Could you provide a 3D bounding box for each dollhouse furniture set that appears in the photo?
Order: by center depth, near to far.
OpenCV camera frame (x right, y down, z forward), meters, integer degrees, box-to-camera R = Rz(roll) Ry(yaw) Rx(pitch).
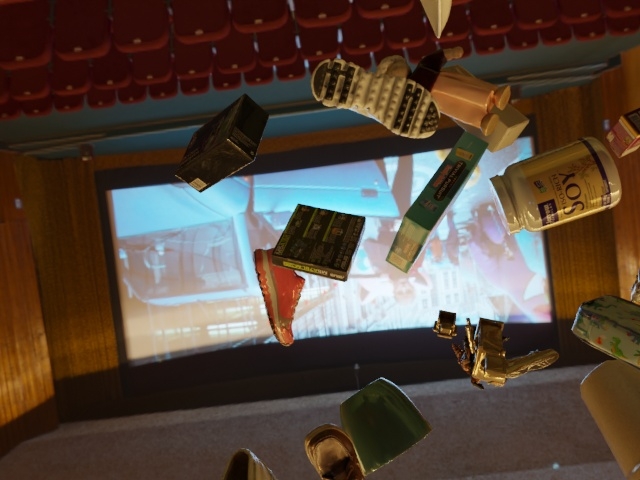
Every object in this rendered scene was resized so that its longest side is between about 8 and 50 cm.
[{"bbox_3d":[0.336,0.267,1.070,0.160,0.101,0.182,10,-151,16],"label":"dollhouse furniture set"}]

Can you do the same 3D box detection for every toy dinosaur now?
[{"bbox_3d":[0.604,0.449,1.785,0.164,0.219,0.322,17,179,-37],"label":"toy dinosaur"}]

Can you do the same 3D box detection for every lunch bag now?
[{"bbox_3d":[0.700,0.203,1.022,0.176,0.090,0.219,-8,-157,-31],"label":"lunch bag"}]

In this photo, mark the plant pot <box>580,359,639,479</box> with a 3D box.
[{"bbox_3d":[0.844,0.462,1.154,0.333,0.334,0.306,-8,-140,-9],"label":"plant pot"}]

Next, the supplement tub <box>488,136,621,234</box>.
[{"bbox_3d":[0.741,-0.167,1.480,0.331,0.241,0.241,-21,179,16],"label":"supplement tub"}]

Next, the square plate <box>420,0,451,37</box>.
[{"bbox_3d":[0.140,-0.544,0.675,0.049,0.348,0.344,-19,167,8],"label":"square plate"}]

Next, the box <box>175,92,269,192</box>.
[{"bbox_3d":[-0.283,-0.274,1.319,0.261,0.184,0.103,-21,133,39],"label":"box"}]

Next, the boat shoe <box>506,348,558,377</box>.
[{"bbox_3d":[0.548,0.315,1.211,0.056,0.048,0.153,24,133,-29],"label":"boat shoe"}]

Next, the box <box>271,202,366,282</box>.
[{"bbox_3d":[0.000,0.000,1.103,0.184,0.045,0.191,10,-133,14],"label":"box"}]

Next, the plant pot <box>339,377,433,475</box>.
[{"bbox_3d":[0.203,0.632,1.611,0.293,0.235,0.293,-29,159,-12],"label":"plant pot"}]

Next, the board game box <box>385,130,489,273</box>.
[{"bbox_3d":[0.318,-0.099,1.271,0.336,0.079,0.254,-51,166,-24],"label":"board game box"}]

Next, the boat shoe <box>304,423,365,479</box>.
[{"bbox_3d":[0.063,0.630,1.223,0.123,0.342,0.123,-26,-152,-12],"label":"boat shoe"}]

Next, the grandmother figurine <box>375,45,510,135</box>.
[{"bbox_3d":[0.292,-0.389,1.156,0.342,0.208,0.104,29,-176,27],"label":"grandmother figurine"}]

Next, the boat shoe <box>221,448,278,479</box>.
[{"bbox_3d":[-0.162,0.499,0.755,0.135,0.157,0.367,-23,-161,19],"label":"boat shoe"}]

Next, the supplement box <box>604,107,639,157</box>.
[{"bbox_3d":[0.617,-0.214,0.917,0.043,0.055,0.083,-24,159,-1],"label":"supplement box"}]

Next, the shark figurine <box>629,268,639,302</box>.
[{"bbox_3d":[1.007,0.146,1.391,0.116,0.166,0.278,21,-148,31],"label":"shark figurine"}]

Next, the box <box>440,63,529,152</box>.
[{"bbox_3d":[0.438,-0.377,1.301,0.113,0.275,0.094,-24,153,-33],"label":"box"}]

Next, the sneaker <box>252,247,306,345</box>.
[{"bbox_3d":[-0.099,0.163,1.334,0.136,0.314,0.116,-15,-162,-10],"label":"sneaker"}]

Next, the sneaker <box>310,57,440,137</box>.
[{"bbox_3d":[0.116,-0.301,0.965,0.292,0.110,0.118,19,-165,-14],"label":"sneaker"}]
